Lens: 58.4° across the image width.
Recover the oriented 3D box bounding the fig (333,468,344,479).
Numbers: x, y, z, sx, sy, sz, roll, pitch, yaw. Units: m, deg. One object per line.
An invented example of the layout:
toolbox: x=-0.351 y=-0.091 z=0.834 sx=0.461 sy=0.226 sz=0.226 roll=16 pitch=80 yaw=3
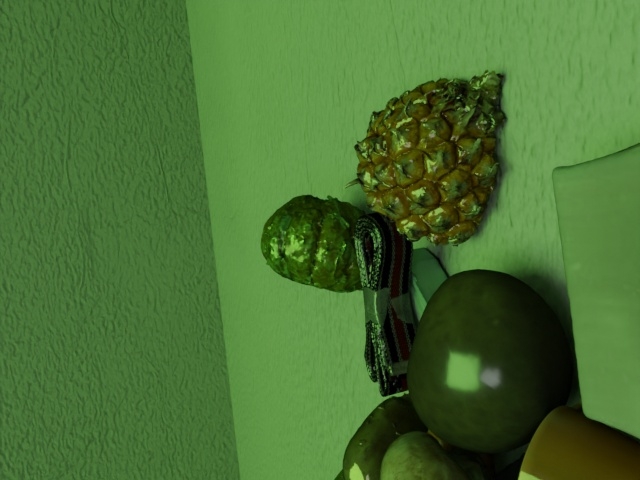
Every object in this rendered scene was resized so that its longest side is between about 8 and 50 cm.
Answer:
fig: x=0.100 y=0.687 z=1.453 sx=0.207 sy=0.207 sz=0.230 roll=175 pitch=92 yaw=-65

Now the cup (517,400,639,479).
cup: x=0.392 y=0.312 z=0.712 sx=0.264 sy=0.226 sz=0.182 roll=12 pitch=143 yaw=45

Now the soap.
soap: x=0.216 y=0.132 z=1.167 sx=0.145 sy=0.091 sz=0.231 roll=112 pitch=141 yaw=-52

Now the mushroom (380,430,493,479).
mushroom: x=0.196 y=0.433 z=0.927 sx=0.255 sy=0.184 sz=0.255 roll=49 pitch=148 yaw=46

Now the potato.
potato: x=0.153 y=0.437 z=1.185 sx=0.141 sy=0.296 sz=0.192 roll=-13 pitch=113 yaw=40

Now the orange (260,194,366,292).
orange: x=0.000 y=0.000 z=1.340 sx=0.301 sy=0.300 sz=0.223 roll=14 pitch=-94 yaw=-71

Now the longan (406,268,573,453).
longan: x=0.260 y=0.193 z=0.915 sx=0.300 sy=0.243 sz=0.300 roll=-168 pitch=90 yaw=-70

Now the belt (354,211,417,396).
belt: x=0.132 y=0.120 z=1.123 sx=0.126 sy=0.094 sz=0.360 roll=-173 pitch=76 yaw=-68

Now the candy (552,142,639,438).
candy: x=0.408 y=0.061 z=0.668 sx=0.208 sy=0.145 sz=0.359 roll=175 pitch=88 yaw=-65

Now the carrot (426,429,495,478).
carrot: x=0.269 y=0.405 z=1.106 sx=0.159 sy=0.159 sz=0.225 roll=167 pitch=108 yaw=-65

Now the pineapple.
pineapple: x=0.173 y=-0.188 z=1.016 sx=0.286 sy=0.208 sz=0.344 roll=114 pitch=142 yaw=-49

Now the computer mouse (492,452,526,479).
computer mouse: x=0.372 y=0.435 z=0.814 sx=0.087 sy=0.168 sz=0.295 roll=80 pitch=170 yaw=-53
